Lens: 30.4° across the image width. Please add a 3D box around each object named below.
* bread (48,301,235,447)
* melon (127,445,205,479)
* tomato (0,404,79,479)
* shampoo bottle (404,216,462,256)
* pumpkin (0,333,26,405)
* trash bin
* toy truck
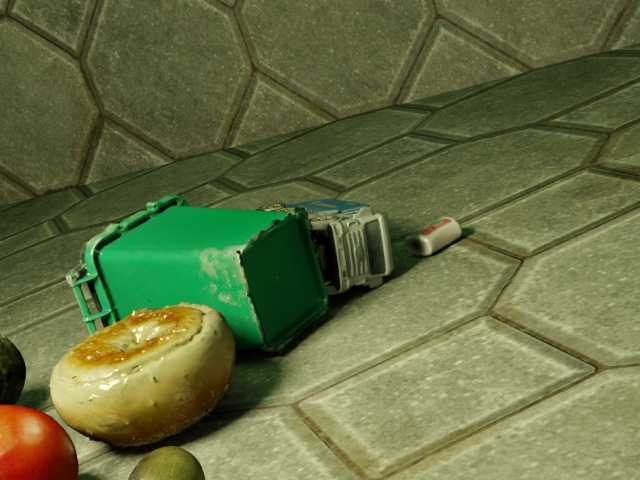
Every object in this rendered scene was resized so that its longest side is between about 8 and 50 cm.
[{"bbox_3d":[-0.259,0.206,1.779,0.305,0.159,0.305,-21,17,7],"label":"bread"},{"bbox_3d":[-0.189,0.307,1.448,0.099,0.099,0.162,-19,14,4],"label":"melon"},{"bbox_3d":[-0.434,0.309,1.616,0.195,0.136,0.195,-6,40,5],"label":"tomato"},{"bbox_3d":[0.212,-0.009,2.152,0.099,0.043,0.072,-29,17,-29],"label":"shampoo bottle"},{"bbox_3d":[-0.610,0.252,2.008,0.223,0.157,0.224,-40,-13,-11],"label":"pumpkin"},{"bbox_3d":[-0.206,0.072,2.010,0.381,0.259,0.295,-3,22,40],"label":"trash bin"},{"bbox_3d":[0.000,0.000,2.176,0.175,0.146,0.367,-14,13,-23],"label":"toy truck"}]
